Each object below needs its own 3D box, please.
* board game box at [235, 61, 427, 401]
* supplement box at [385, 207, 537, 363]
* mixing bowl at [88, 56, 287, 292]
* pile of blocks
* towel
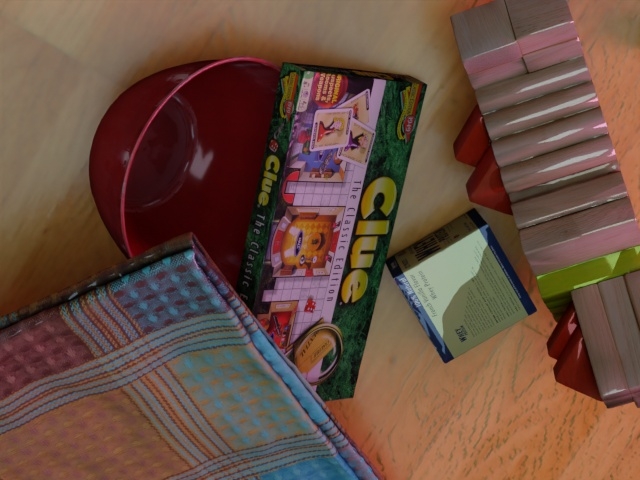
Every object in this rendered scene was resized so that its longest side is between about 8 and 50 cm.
[{"bbox_3d":[0.000,0.000,1.121,0.136,0.030,0.259,-3,110,-48],"label":"board game box"},{"bbox_3d":[0.108,0.035,1.162,0.083,0.056,0.083,-31,104,3],"label":"supplement box"},{"bbox_3d":[-0.100,-0.054,1.086,0.181,0.098,0.181,-21,121,-39],"label":"mixing bowl"},{"bbox_3d":[0.171,-0.034,1.118,0.113,0.149,0.362,-17,93,11],"label":"pile of blocks"},{"bbox_3d":[-0.122,0.167,1.089,0.271,0.040,0.370,-25,133,9],"label":"towel"}]
